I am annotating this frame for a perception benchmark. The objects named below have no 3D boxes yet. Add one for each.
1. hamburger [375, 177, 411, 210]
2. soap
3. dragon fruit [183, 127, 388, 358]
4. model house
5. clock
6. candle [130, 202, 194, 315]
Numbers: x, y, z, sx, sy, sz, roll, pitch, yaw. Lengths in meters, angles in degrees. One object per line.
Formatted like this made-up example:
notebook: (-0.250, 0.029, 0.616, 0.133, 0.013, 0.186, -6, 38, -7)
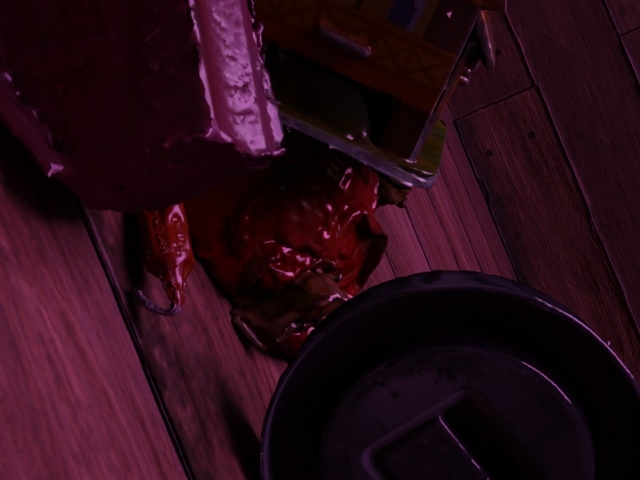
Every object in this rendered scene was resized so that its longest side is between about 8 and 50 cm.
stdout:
hamburger: (0.028, -0.127, 1.141, 0.215, 0.122, 0.189, 67, 11, 10)
soap: (-0.143, -0.166, 0.614, 0.112, 0.182, 0.289, 17, 58, -65)
dragon fruit: (0.000, 0.000, 0.866, 0.317, 0.152, 0.205, 25, 47, -64)
model house: (0.003, -0.266, 0.765, 0.357, 0.313, 0.242, 25, 21, 3)
clock: (0.107, 0.173, 0.716, 0.313, 0.312, 0.061, 64, 13, -11)
candle: (-0.126, -0.011, 0.688, 0.053, 0.048, 0.162, 110, -28, -46)
